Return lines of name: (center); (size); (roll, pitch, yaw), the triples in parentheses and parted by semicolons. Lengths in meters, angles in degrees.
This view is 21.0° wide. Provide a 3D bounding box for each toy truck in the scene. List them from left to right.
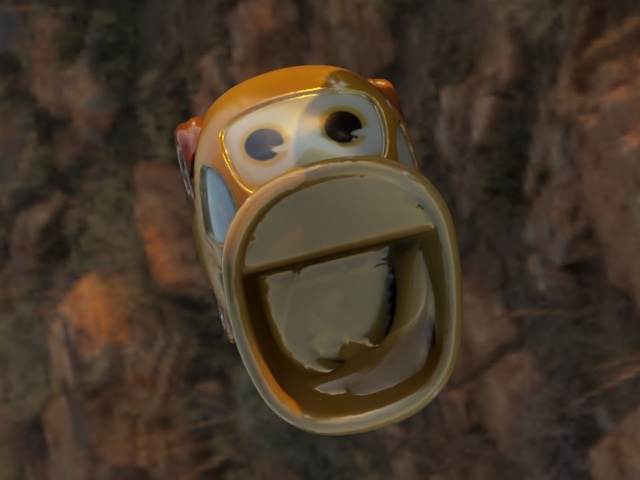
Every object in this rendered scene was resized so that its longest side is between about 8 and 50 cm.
toy truck: (0.000, 0.000, 1.464); (0.211, 0.204, 0.288); (-128, 26, -73)
